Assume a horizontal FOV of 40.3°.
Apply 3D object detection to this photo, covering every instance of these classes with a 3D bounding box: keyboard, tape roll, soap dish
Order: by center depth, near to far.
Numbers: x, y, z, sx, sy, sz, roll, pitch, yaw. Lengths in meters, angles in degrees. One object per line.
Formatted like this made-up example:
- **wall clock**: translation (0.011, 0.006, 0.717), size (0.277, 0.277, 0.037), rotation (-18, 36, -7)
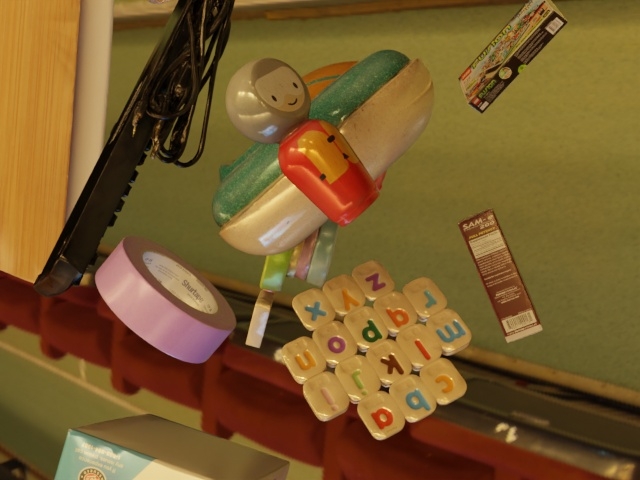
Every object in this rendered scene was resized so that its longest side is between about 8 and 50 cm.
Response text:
- **keyboard**: translation (-0.075, -0.058, 0.421), size (0.100, 0.038, 0.192), rotation (-19, 47, 64)
- **soap dish**: translation (-0.273, -0.123, 0.787), size (0.229, 0.118, 0.290), rotation (29, 114, 61)
- **tape roll**: translation (-0.296, 0.112, 1.687), size (0.090, 0.275, 0.275), rotation (-50, 60, 9)

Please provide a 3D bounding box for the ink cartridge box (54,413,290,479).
- **ink cartridge box**: translation (-0.182, 0.354, 0.951), size (0.198, 0.197, 0.269), rotation (16, 88, 15)

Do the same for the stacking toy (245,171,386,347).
- **stacking toy**: translation (0.000, 0.000, 1.252), size (0.131, 0.279, 0.308), rotation (15, 139, -1)

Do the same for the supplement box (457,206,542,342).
- **supplement box**: translation (0.337, 0.061, 1.639), size (0.073, 0.130, 0.239), rotation (-22, 89, 12)

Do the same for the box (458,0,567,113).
- **box**: translation (0.327, -0.325, 1.505), size (0.207, 0.036, 0.114), rotation (-48, 22, 24)

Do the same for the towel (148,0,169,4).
- **towel**: translation (-0.169, -0.409, 0.681), size (0.317, 0.054, 0.331), rotation (117, 136, -67)

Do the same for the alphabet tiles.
- **alphabet tiles**: translation (0.089, 0.166, 1.379), size (0.278, 0.284, 0.021), rotation (55, 160, 29)

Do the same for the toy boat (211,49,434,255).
- **toy boat**: translation (-0.011, -0.096, 0.819), size (0.267, 0.318, 0.148), rotation (-41, 95, 5)
